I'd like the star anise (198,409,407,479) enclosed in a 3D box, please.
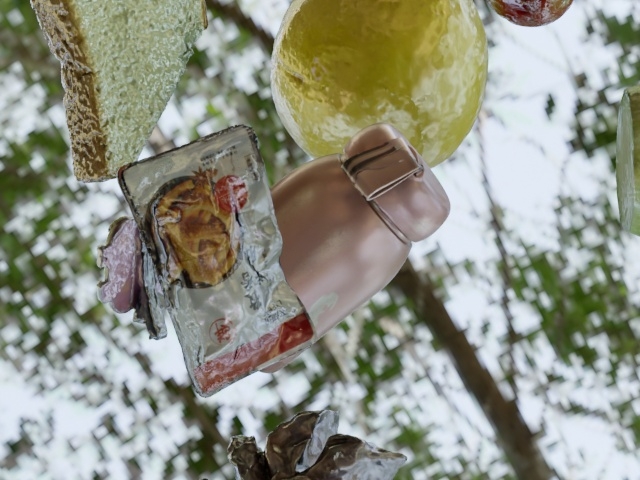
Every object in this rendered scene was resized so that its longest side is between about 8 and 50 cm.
[{"bbox_3d":[-0.050,0.315,2.050,0.331,0.118,0.332,-15,-139,14],"label":"star anise"}]

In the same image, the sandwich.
[{"bbox_3d":[-0.253,-0.235,2.498,0.099,0.289,0.254,-11,-178,44],"label":"sandwich"}]

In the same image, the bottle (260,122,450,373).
[{"bbox_3d":[0.000,0.000,2.025,0.297,0.173,0.206,-37,165,10],"label":"bottle"}]

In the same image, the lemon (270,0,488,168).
[{"bbox_3d":[0.087,-0.258,2.680,0.348,0.348,0.348,-21,-149,13],"label":"lemon"}]

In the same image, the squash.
[{"bbox_3d":[0.306,-0.065,1.478,0.122,0.170,0.170,-1,-147,1],"label":"squash"}]

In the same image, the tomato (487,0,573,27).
[{"bbox_3d":[0.192,-0.231,1.639,0.087,0.087,0.075,-35,-131,-9],"label":"tomato"}]

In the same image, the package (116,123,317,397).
[{"bbox_3d":[-0.098,0.018,1.782,0.154,0.239,0.030,-23,-168,-29],"label":"package"}]

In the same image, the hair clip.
[{"bbox_3d":[-0.235,0.041,2.406,0.056,0.187,0.146,13,-154,42],"label":"hair clip"}]
